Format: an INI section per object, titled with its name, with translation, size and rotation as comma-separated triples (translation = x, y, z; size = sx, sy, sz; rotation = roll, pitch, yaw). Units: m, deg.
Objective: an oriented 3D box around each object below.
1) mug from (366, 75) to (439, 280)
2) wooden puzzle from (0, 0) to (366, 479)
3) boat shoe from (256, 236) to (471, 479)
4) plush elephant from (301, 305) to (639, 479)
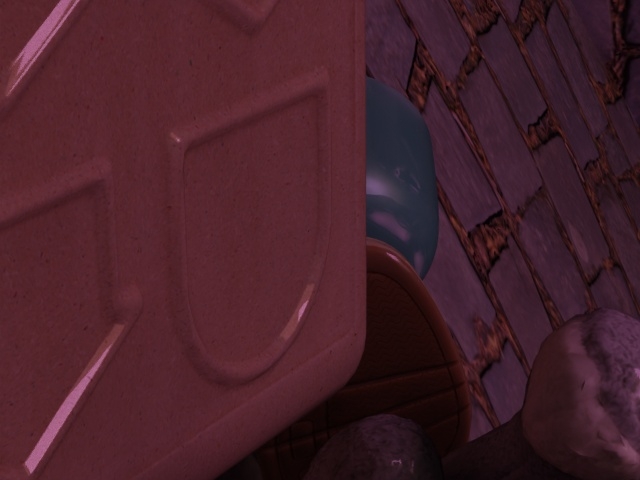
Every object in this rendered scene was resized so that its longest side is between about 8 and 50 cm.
[mug]
translation = 0.006, -0.005, 0.973
size = 0.158, 0.129, 0.097
rotation = 47, 30, -42
[wooden puzzle]
translation = -0.085, -0.047, 0.618
size = 0.322, 0.080, 0.348
rotation = -29, 128, -54
[boat shoe]
translation = 0.020, 0.104, 0.895
size = 0.089, 0.104, 0.285
rotation = -109, -172, -53
[plush elephant]
translation = 0.020, 0.217, 0.605
size = 0.272, 0.330, 0.255
rotation = 58, 43, -12
